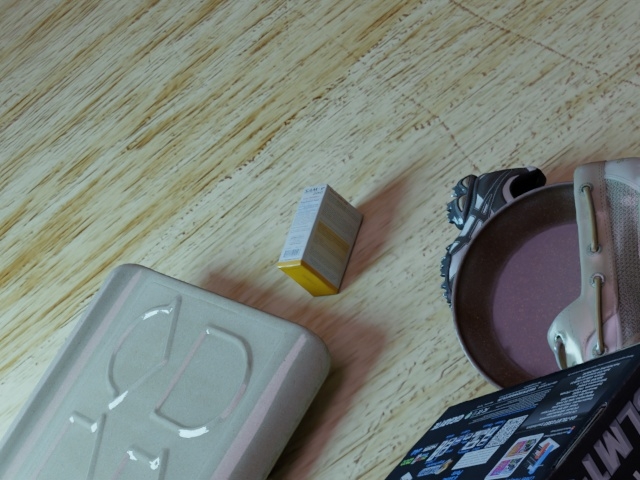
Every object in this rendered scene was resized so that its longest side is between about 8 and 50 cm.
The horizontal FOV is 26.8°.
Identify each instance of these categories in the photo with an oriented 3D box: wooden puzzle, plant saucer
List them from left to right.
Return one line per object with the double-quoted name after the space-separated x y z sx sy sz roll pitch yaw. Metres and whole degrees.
-0.171 0.203 1.373 0.348 0.080 0.322 18 72 46 "wooden puzzle"
0.208 0.047 1.109 0.198 0.036 0.199 -9 65 19 "plant saucer"

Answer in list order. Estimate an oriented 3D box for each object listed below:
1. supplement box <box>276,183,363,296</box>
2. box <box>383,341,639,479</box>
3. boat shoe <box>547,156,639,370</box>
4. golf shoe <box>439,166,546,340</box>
0.000 0.000 1.382 0.036 0.062 0.098 -9 52 43 "supplement box"
0.072 0.205 0.838 0.293 0.073 0.295 -46 4 -25 "box"
0.225 0.078 1.006 0.098 0.109 0.302 -2 69 24 "boat shoe"
0.162 0.009 1.198 0.094 0.077 0.198 -22 45 31 "golf shoe"
